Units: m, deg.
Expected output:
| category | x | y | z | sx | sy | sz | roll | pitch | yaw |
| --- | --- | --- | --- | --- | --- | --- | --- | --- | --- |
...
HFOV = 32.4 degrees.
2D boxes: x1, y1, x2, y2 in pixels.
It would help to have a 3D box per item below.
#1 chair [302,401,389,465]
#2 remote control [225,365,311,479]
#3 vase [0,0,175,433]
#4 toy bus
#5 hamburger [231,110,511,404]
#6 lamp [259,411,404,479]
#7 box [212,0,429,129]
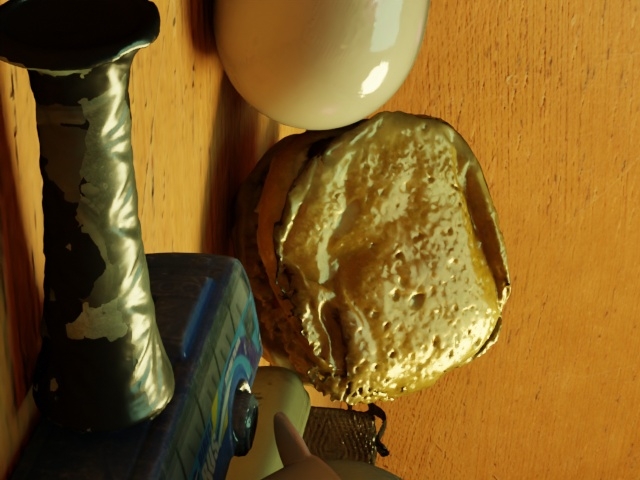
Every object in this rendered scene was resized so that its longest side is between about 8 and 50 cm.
| category | x | y | z | sx | sy | sz | roll | pitch | yaw |
| --- | --- | --- | --- | --- | --- | --- | --- | --- | --- |
| chair | -0.003 | 0.217 | 1.211 | 0.213 | 0.149 | 0.174 | -82 | 176 | -65 |
| remote control | -0.067 | 0.158 | 0.681 | 0.309 | 0.090 | 0.038 | -73 | 158 | -68 |
| vase | -0.085 | -0.007 | 0.405 | 0.059 | 0.059 | 0.167 | -76 | 172 | -54 |
| toy bus | -0.079 | 0.094 | 0.490 | 0.236 | 0.079 | 0.094 | -76 | 170 | -55 |
| hamburger | 0.035 | 0.011 | 0.883 | 0.163 | 0.244 | 0.244 | 4 | -93 | 57 |
| lamp | 0.036 | 0.208 | 0.539 | 0.179 | 0.108 | 0.246 | -145 | -142 | -71 |
| box | 0.016 | -0.255 | 0.743 | 0.288 | 0.141 | 0.348 | -58 | 154 | -76 |
